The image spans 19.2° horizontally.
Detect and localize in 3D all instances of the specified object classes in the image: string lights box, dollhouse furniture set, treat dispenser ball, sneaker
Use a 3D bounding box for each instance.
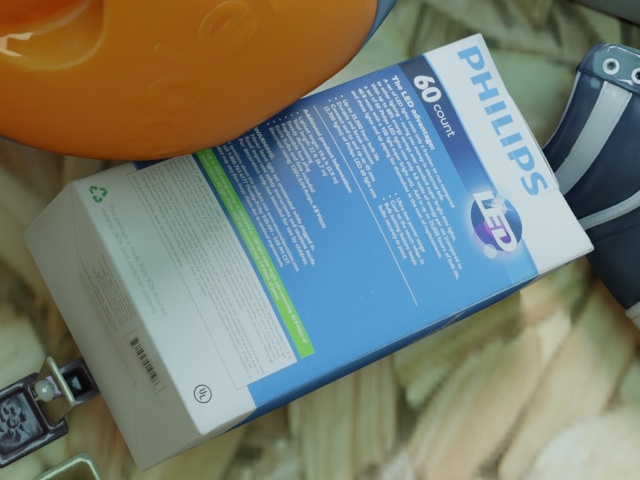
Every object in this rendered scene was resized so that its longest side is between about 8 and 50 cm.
[{"bbox_3d":[0.000,0.000,0.951,0.260,0.077,0.133,-22,82,-34],"label":"string lights box"},{"bbox_3d":[-0.103,0.103,0.921,0.091,0.081,0.114,-27,84,-20],"label":"dollhouse furniture set"},{"bbox_3d":[-0.090,-0.179,0.837,0.288,0.288,0.288,4,74,-15],"label":"treat dispenser ball"},{"bbox_3d":[0.240,-0.085,1.014,0.282,0.099,0.153,-42,84,11],"label":"sneaker"}]

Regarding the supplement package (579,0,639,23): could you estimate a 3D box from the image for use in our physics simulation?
[{"bbox_3d":[0.151,-0.252,1.039,0.293,0.175,0.177,18,70,-11],"label":"supplement package"}]
